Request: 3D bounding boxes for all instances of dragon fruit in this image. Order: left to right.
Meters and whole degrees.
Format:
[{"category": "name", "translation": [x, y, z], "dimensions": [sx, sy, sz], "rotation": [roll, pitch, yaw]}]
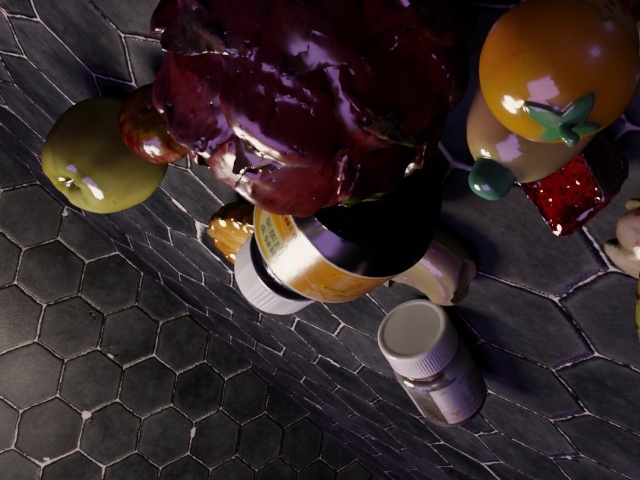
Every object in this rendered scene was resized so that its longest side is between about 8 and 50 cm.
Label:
[{"category": "dragon fruit", "translation": [-0.006, -0.181, 0.577], "dimensions": [0.329, 0.329, 0.329], "rotation": [30, 155, 15]}, {"category": "dragon fruit", "translation": [0.275, -0.088, 0.632], "dimensions": [0.147, 0.096, 0.102], "rotation": [64, 149, 13]}]

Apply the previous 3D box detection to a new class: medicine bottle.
[{"category": "medicine bottle", "translation": [0.000, 0.000, 0.908], "dimensions": [0.242, 0.242, 0.395], "rotation": [38, 146, -2]}, {"category": "medicine bottle", "translation": [0.241, 0.263, 1.215], "dimensions": [0.165, 0.165, 0.273], "rotation": [13, 146, 43]}]

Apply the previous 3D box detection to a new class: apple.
[{"category": "apple", "translation": [-0.479, -0.192, 1.281], "dimensions": [0.262, 0.262, 0.262], "rotation": [30, 155, 15]}]

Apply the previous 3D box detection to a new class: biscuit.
[{"category": "biscuit", "translation": [-0.112, 0.026, 1.333], "dimensions": [0.326, 0.107, 0.326], "rotation": [27, 155, 13]}]

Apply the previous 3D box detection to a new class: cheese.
[{"category": "cheese", "translation": [0.132, 0.014, 1.013], "dimensions": [0.286, 0.082, 0.163], "rotation": [26, 153, 30]}]

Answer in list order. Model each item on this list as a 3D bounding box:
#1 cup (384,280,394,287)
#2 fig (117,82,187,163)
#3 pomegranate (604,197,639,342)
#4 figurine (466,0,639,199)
[{"category": "cup", "translation": [0.112, 0.045, 1.123], "dimensions": [0.083, 0.054, 0.075], "rotation": [29, 156, 23]}, {"category": "fig", "translation": [-0.311, -0.217, 1.100], "dimensions": [0.149, 0.148, 0.202], "rotation": [44, 157, -12]}, {"category": "pomegranate", "translation": [0.398, 0.031, 0.515], "dimensions": [0.285, 0.285, 0.341], "rotation": [49, -176, -27]}, {"category": "figurine", "translation": [0.194, -0.157, 0.432], "dimensions": [0.124, 0.222, 0.324], "rotation": [34, 157, 12]}]
